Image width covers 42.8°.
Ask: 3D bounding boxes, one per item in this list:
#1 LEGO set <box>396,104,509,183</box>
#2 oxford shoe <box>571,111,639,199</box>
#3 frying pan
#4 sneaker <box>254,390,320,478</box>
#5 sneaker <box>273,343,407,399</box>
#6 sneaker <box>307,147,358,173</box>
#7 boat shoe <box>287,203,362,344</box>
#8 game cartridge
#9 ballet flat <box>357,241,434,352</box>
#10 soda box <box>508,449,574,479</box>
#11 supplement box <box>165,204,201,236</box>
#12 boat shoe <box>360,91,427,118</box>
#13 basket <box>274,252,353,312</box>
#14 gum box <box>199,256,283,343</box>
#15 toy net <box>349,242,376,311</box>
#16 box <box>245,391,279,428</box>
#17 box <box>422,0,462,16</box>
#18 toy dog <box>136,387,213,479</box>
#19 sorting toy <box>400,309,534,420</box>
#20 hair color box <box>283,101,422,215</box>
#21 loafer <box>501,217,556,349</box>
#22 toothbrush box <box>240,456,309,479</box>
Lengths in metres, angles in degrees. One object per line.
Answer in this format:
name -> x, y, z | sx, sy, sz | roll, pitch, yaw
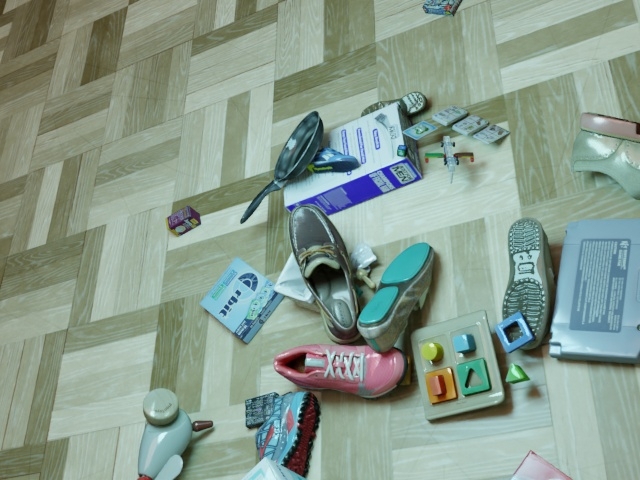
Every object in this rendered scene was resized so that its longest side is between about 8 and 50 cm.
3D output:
LEGO set -> 0.298, -0.228, 1.927 | 0.244, 0.060, 0.182 | -30, 46, -30
oxford shoe -> 0.698, -0.141, 1.637 | 0.397, 0.140, 0.147 | 26, 108, 35
frying pan -> -0.080, -0.171, 2.001 | 0.326, 0.053, 0.197 | -63, 20, -6
sneaker -> -0.088, 0.453, 1.766 | 0.125, 0.104, 0.262 | -5, 50, 34
sneaker -> 0.033, 0.278, 1.746 | 0.313, 0.136, 0.116 | -7, 72, 33
sneaker -> 0.029, -0.200, 1.980 | 0.144, 0.053, 0.059 | 3, 63, 32
boat shoe -> 0.010, 0.059, 1.802 | 0.123, 0.123, 0.342 | -17, 70, -1
game cartridge -> 0.565, 0.096, 1.597 | 0.198, 0.062, 0.297 | 3, 63, 29
ballet flat -> 0.172, 0.128, 1.774 | 0.107, 0.106, 0.316 | -3, 31, 38
soda box -> 0.452, 0.480, 1.407 | 0.263, 0.083, 0.092 | 32, 81, 41
supplement box -> -0.385, -0.054, 2.290 | 0.083, 0.055, 0.043 | -28, 52, 15
boat shoe -> 0.192, -0.332, 2.098 | 0.178, 0.060, 0.064 | -15, 85, 21
basket -> -0.012, 0.080, 1.937 | 0.113, 0.103, 0.167 | 15, 70, 38
gum box -> -0.197, 0.147, 2.054 | 0.184, 0.041, 0.157 | 32, 81, 42
toy net -> 0.083, 0.117, 1.897 | 0.122, 0.045, 0.232 | -14, 54, 27
box -> -0.134, 0.390, 1.876 | 0.083, 0.018, 0.067 | -20, 53, 21
box -> 0.351, -0.678, 2.232 | 0.094, 0.027, 0.137 | 19, 73, 38
toy dog -> -0.332, 0.506, 1.841 | 0.160, 0.220, 0.334 | 3, 67, -2
sorting toy -> 0.267, 0.251, 1.654 | 0.347, 0.047, 0.196 | -22, 63, 32
hair color box -> 0.073, -0.190, 2.051 | 0.338, 0.110, 0.185 | -21, 53, 22
loafer -> 0.434, 0.090, 1.660 | 0.101, 0.092, 0.269 | -2, 77, 40
toothbrush box -> -0.079, 0.565, 1.548 | 0.216, 0.295, 0.126 | -44, 49, 2
